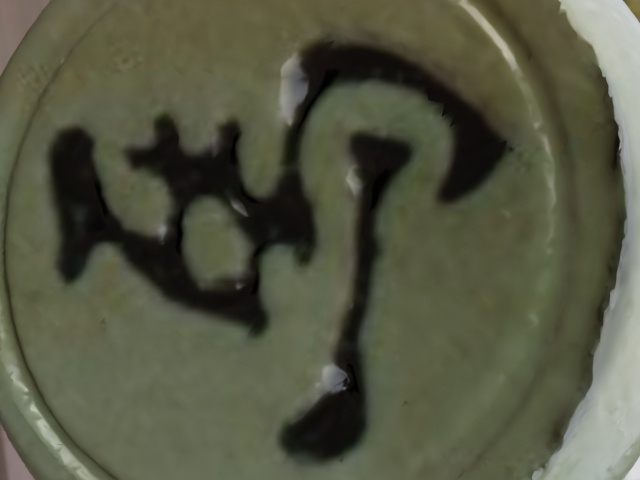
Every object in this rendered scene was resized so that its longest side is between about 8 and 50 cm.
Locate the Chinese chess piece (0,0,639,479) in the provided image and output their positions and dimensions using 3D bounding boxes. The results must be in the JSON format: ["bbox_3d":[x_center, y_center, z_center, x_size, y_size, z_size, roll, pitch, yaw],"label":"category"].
[{"bbox_3d":[0.000,0.000,0.488,0.101,0.250,0.250,15,63,-67],"label":"Chinese chess piece"}]
